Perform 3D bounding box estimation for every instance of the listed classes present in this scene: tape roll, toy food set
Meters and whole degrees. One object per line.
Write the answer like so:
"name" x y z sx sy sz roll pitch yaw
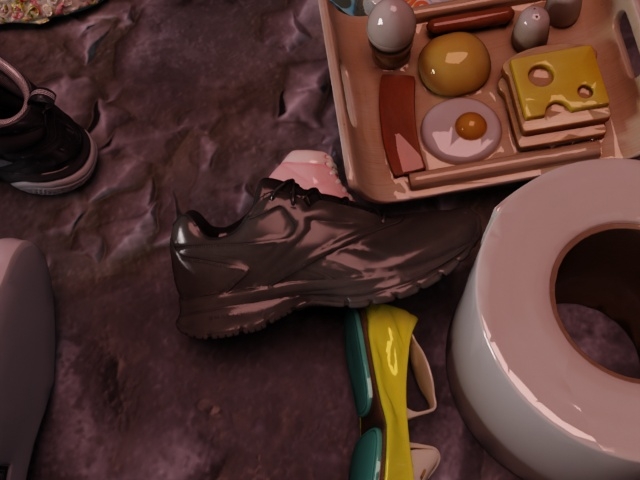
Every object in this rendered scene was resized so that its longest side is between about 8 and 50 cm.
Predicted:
"tape roll" 0.236 0.078 0.641 0.246 0.169 0.246 -1 64 1
"toy food set" 0.162 -0.170 0.743 0.306 0.092 0.220 -10 69 3

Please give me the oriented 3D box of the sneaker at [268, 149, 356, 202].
"sneaker" 0.013 -0.049 0.769 0.134 0.051 0.070 25 72 17

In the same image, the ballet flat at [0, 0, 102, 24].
"ballet flat" -0.360 -0.291 0.878 0.240 0.077 0.091 -14 64 -7

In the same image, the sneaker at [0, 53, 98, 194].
"sneaker" -0.365 -0.120 0.751 0.268 0.153 0.101 3 64 2

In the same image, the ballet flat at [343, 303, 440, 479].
"ballet flat" 0.063 0.160 0.659 0.077 0.077 0.231 7 61 -14

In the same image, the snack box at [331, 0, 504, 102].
"snack box" 0.147 -0.287 0.879 0.187 0.060 0.322 -42 71 -16

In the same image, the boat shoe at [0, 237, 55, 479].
"boat shoe" -0.325 0.172 0.632 0.156 0.136 0.367 1 74 4

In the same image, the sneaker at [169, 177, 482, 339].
"sneaker" 0.000 0.000 0.682 0.286 0.109 0.130 -13 94 -2
